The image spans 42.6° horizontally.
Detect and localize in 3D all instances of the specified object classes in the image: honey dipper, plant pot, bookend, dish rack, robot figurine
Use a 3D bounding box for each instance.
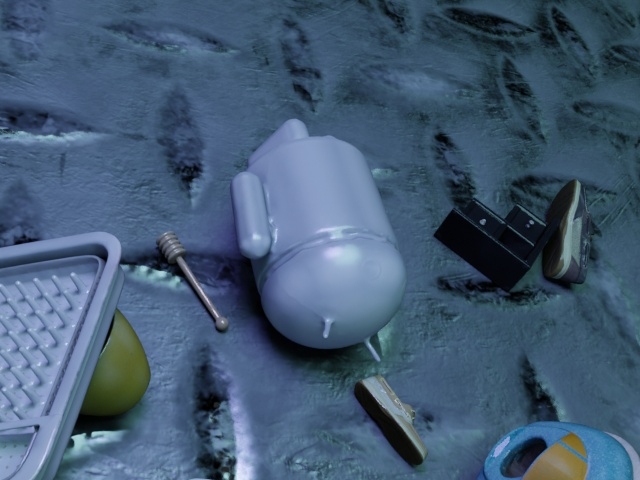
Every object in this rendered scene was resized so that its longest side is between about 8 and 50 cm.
[{"bbox_3d":[-0.172,0.056,1.122,0.030,0.030,0.161,-23,66,-38],"label":"honey dipper"},{"bbox_3d":[-0.252,0.148,0.947,0.095,0.134,0.134,46,36,-34],"label":"plant pot"},{"bbox_3d":[0.301,-0.020,1.391,0.156,0.072,0.157,39,46,9],"label":"bookend"},{"bbox_3d":[-0.348,0.144,0.855,0.285,0.072,0.333,-9,45,18],"label":"dish rack"},{"bbox_3d":[0.000,0.000,1.135,0.300,0.200,0.353,17,43,-39],"label":"robot figurine"}]

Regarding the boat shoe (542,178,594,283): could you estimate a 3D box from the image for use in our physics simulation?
[{"bbox_3d":[0.446,-0.012,1.457,0.073,0.080,0.223,29,51,-9],"label":"boat shoe"}]

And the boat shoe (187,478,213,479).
[{"bbox_3d":[-0.061,0.323,0.917,0.226,0.076,0.083,16,47,-14],"label":"boat shoe"}]

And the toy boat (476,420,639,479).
[{"bbox_3d":[0.230,0.330,0.962,0.318,0.267,0.148,-43,99,-16],"label":"toy boat"}]

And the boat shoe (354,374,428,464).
[{"bbox_3d":[0.102,0.233,1.092,0.045,0.050,0.135,-24,66,-33],"label":"boat shoe"}]
